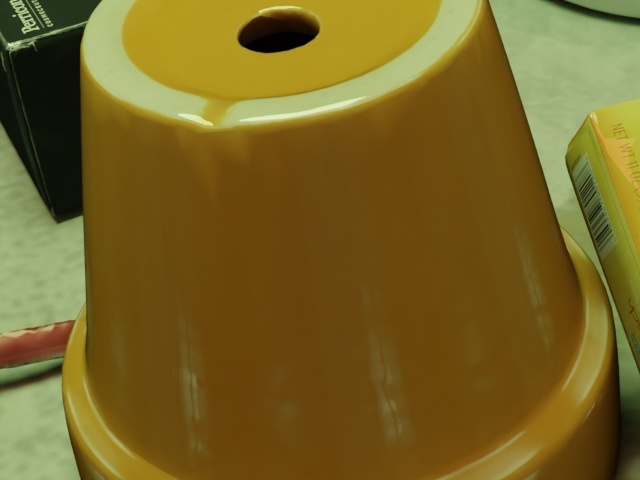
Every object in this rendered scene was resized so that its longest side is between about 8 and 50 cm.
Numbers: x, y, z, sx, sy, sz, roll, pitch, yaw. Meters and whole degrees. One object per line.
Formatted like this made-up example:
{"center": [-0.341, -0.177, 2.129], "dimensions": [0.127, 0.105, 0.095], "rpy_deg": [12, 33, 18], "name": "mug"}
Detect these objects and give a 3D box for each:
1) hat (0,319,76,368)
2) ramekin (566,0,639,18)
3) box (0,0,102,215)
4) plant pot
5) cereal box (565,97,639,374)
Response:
{"center": [-0.218, 0.094, 0.589], "dimensions": [0.208, 0.183, 0.173], "rpy_deg": [-44, 21, 23], "name": "hat"}
{"center": [0.210, -0.235, 0.835], "dimensions": [0.277, 0.135, 0.277], "rpy_deg": [-5, 37, 4], "name": "ramekin"}
{"center": [-0.103, -0.144, 0.808], "dimensions": [0.184, 0.103, 0.261], "rpy_deg": [-18, 38, -16], "name": "box"}
{"center": [0.000, 0.000, 0.528], "dimensions": [0.205, 0.188, 0.205], "rpy_deg": [-6, 37, 4], "name": "plant pot"}
{"center": [0.224, 0.011, 0.514], "dimensions": [0.240, 0.047, 0.173], "rpy_deg": [-16, 74, -8], "name": "cereal box"}
